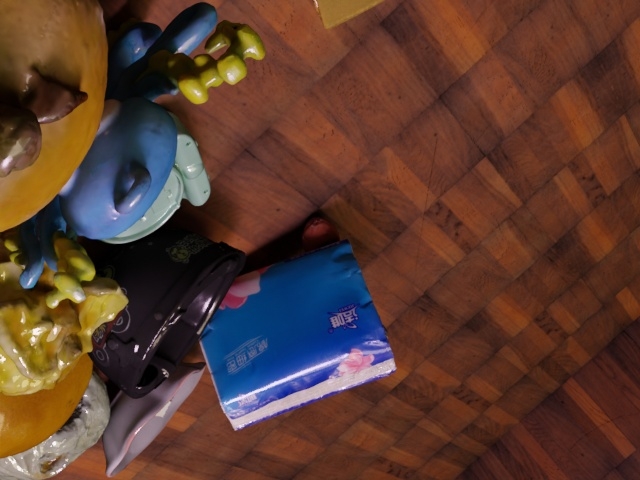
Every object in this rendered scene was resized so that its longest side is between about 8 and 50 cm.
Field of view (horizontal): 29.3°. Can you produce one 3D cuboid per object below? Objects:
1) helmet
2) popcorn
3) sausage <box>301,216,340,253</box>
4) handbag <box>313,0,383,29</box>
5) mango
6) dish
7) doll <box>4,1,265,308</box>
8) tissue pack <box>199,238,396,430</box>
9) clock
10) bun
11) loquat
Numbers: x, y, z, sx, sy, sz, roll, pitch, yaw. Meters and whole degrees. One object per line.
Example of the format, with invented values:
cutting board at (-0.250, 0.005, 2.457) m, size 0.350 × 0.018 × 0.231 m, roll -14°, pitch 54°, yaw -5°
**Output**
helmet at (-0.226, 0.074, 1.644) m, size 0.231 × 0.160 × 0.279 m, roll -60°, pitch 175°, yaw 27°
popcorn at (-0.359, 0.088, 1.458) m, size 0.235 × 0.216 × 0.181 m, roll -53°, pitch 154°, yaw -55°
sausage at (0.000, 0.000, 1.905) m, size 0.059 × 0.054 × 0.094 m, roll -27°, pitch 151°, yaw -6°
handbag at (0.056, -0.430, 1.312) m, size 0.283 × 0.133 × 0.401 m, roll -30°, pitch 150°, yaw -5°
mango at (-0.406, 0.194, 1.612) m, size 0.254 × 0.139 × 0.176 m, roll -14°, pitch 112°, yaw -42°
dish at (-0.276, 0.254, 1.885) m, size 0.229 × 0.081 × 0.229 m, roll -50°, pitch 175°, yaw -6°
doll at (-0.219, -0.114, 1.250) m, size 0.346 × 0.341 × 0.098 m, roll -49°, pitch 125°, yaw 4°
tissue pack at (-0.043, 0.138, 1.832) m, size 0.269 × 0.209 × 0.137 m, roll -19°, pitch 157°, yaw -2°
clock at (-0.246, -0.060, 1.538) m, size 0.210 × 0.066 × 0.159 m, roll -33°, pitch 149°, yaw -10°
bun at (-0.397, 0.272, 1.766) m, size 0.212 × 0.126 × 0.204 m, roll -33°, pitch 152°, yaw -12°
loquat at (-0.328, -0.142, 1.044) m, size 0.328 × 0.359 × 0.329 m, roll -22°, pitch 131°, yaw -28°
